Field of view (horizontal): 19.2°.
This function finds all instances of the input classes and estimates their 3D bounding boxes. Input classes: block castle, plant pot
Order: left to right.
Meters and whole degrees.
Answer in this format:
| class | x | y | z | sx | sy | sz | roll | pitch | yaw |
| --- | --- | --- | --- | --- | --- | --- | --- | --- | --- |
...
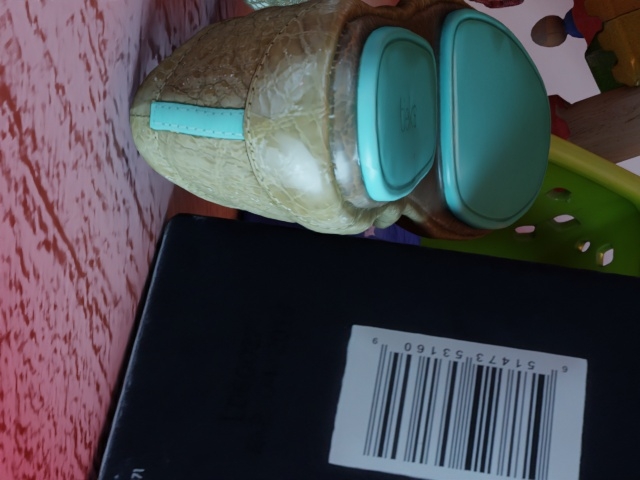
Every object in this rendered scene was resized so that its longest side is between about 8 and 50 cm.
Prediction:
| class | x | y | z | sx | sy | sz | roll | pitch | yaw |
| --- | --- | --- | --- | --- | --- | --- | --- | --- | --- |
| plant pot | 0.086 | 0.053 | 1.323 | 0.207 | 0.227 | 0.228 | -29 | -134 | 55 |
| block castle | 0.188 | -0.239 | 1.532 | 0.303 | 0.212 | 0.453 | 65 | 24 | -15 |

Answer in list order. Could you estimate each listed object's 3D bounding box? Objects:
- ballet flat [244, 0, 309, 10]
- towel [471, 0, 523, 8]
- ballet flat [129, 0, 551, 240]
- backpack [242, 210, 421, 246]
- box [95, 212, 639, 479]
| class | x | y | z | sx | sy | sz | roll | pitch | yaw |
| --- | --- | --- | --- | --- | --- | --- | --- | --- | --- |
| ballet flat | -0.003 | -0.200 | 0.881 | 0.067 | 0.073 | 0.206 | 66 | 27 | -55 |
| towel | 0.058 | -0.282 | 0.932 | 0.237 | 0.037 | 0.329 | -21 | 103 | -77 |
| ballet flat | 0.011 | -0.052 | 0.839 | 0.342 | 0.124 | 0.116 | -14 | 106 | -71 |
| backpack | 0.000 | 0.000 | 1.117 | 0.120 | 0.098 | 0.101 | -2 | 91 | -72 |
| box | 0.059 | 0.165 | 0.875 | 0.294 | 0.296 | 0.183 | 93 | 7 | -49 |
